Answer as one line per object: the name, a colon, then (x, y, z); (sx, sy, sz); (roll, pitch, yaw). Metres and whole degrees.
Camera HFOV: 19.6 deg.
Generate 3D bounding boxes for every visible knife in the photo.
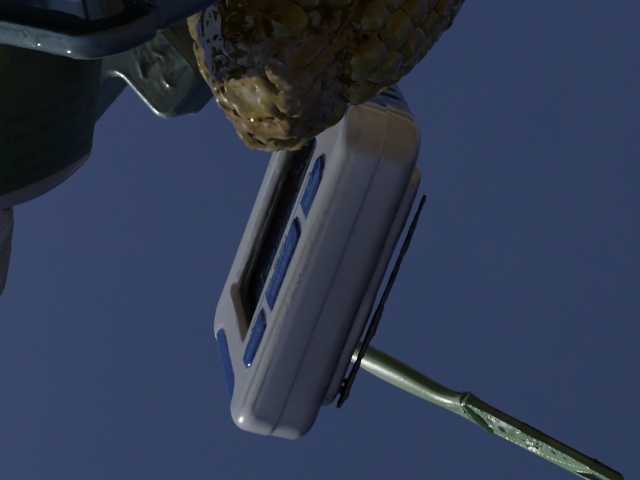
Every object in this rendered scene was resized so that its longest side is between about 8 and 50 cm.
knife: (0.115, 0.130, 1.451); (0.293, 0.043, 0.020); (26, -110, 32)

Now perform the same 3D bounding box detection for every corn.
corn: (0.034, -0.158, 0.809); (0.119, 0.119, 0.322); (15, -137, 21)

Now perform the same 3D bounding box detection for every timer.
timer: (0.000, 0.000, 1.308); (0.078, 0.253, 0.178); (14, -157, -15)

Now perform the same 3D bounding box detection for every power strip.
power strip: (-0.167, -0.195, 1.650); (0.194, 0.265, 0.059); (49, -153, 10)

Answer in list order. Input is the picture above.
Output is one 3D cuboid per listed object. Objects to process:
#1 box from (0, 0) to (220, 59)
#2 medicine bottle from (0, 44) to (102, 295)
box: (-0.067, -0.090, 0.499); (0.099, 0.054, 0.074); (15, -141, 43)
medicine bottle: (-0.153, -0.069, 0.698); (0.132, 0.189, 0.088); (20, -154, 20)
